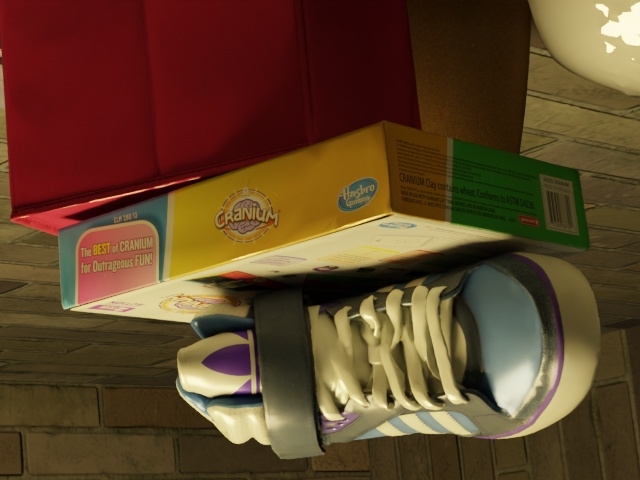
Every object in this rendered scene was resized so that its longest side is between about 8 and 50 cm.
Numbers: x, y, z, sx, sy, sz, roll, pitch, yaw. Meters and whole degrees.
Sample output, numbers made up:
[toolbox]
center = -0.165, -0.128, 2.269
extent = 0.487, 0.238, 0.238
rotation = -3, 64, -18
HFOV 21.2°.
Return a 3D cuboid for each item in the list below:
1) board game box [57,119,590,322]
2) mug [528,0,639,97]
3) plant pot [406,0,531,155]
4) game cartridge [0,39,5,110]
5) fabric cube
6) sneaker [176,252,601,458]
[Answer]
[board game box]
center = 0.000, 0.000, 1.264
extent = 0.316, 0.064, 0.242
rotation = -16, 164, 37
[mug]
center = 0.324, -0.236, 1.178
extent = 0.328, 0.276, 0.374
rotation = -6, -161, 22
[plant pot]
center = 0.089, -0.105, 1.574
extent = 0.237, 0.254, 0.237
rotation = -5, 167, -1
[game cartridge]
center = -0.264, -0.172, 1.566
extent = 0.230, 0.068, 0.355
rotation = -11, 167, 40
[fabric cube]
center = -0.079, -0.140, 1.338
extent = 0.259, 0.258, 0.254
rotation = -11, 165, 21
[sneaker]
center = 0.024, 0.090, 1.224
extent = 0.236, 0.130, 0.323
rotation = -5, 173, -26
